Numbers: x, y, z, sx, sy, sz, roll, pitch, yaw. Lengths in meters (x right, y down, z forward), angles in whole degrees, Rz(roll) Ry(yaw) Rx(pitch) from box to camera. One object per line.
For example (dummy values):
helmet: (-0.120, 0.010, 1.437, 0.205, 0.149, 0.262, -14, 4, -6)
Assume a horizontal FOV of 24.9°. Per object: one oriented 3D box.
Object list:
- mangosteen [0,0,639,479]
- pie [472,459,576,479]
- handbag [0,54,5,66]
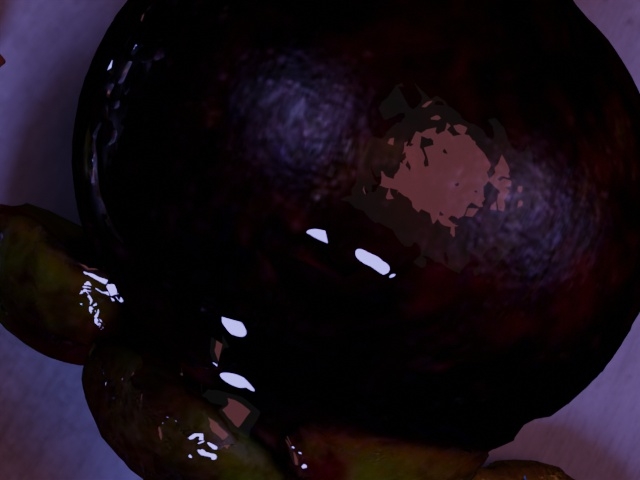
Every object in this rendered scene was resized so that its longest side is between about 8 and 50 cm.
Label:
mangosteen: (0.002, -0.019, 0.942, 0.381, 0.421, 0.381, 38, 26, -22)
pie: (0.161, 0.298, 1.139, 0.273, 0.069, 0.273, 4, 82, -32)
handbag: (-0.312, -0.098, 0.919, 0.127, 0.063, 0.190, 50, 60, -16)
